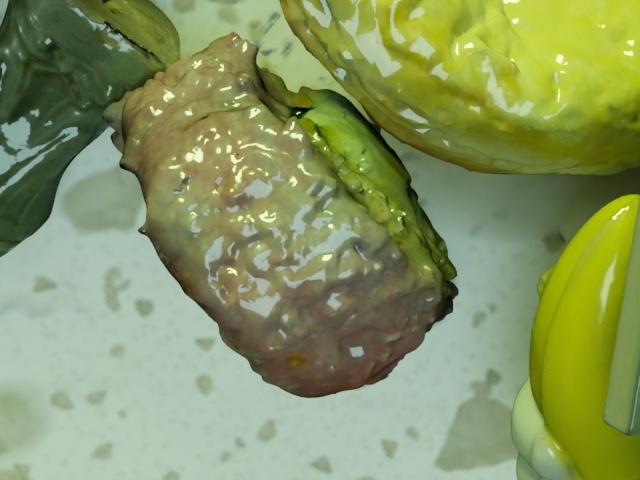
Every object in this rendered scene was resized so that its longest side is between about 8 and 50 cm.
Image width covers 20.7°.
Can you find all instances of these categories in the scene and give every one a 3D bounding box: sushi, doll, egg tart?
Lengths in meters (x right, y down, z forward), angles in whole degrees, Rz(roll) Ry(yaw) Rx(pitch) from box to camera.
[{"bbox_3d":[0.004,0.010,0.811,0.107,0.161,0.241,-35,129,8],"label":"sushi"},{"bbox_3d":[0.203,0.040,0.890,0.237,0.111,0.252,-11,126,-25],"label":"doll"},{"bbox_3d":[0.118,-0.179,0.791,0.314,0.120,0.315,-3,115,-6],"label":"egg tart"}]

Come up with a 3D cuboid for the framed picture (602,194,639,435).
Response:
[{"bbox_3d":[0.267,-0.039,0.811,0.315,0.024,0.232,-5,110,-34],"label":"framed picture"}]

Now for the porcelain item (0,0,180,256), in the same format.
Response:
[{"bbox_3d":[-0.162,-0.038,0.860,0.081,0.069,0.216,32,112,-22],"label":"porcelain item"}]
